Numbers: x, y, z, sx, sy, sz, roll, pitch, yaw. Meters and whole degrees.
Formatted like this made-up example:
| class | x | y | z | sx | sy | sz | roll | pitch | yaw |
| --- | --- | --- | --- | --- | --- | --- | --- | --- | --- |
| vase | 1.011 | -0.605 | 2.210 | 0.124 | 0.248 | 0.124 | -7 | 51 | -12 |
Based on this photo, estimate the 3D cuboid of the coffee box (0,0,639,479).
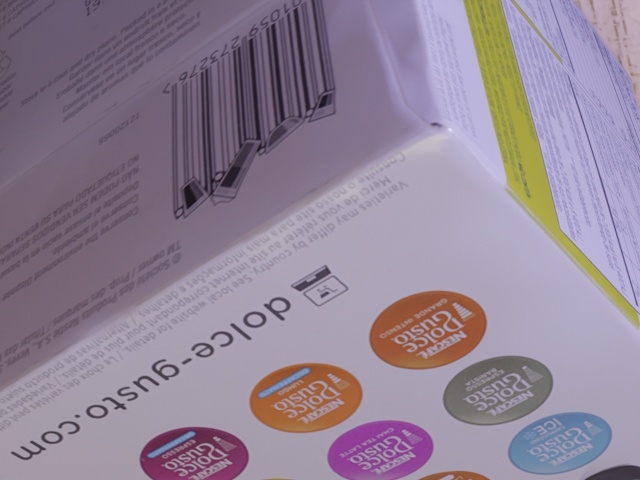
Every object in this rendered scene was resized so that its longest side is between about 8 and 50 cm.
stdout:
| class | x | y | z | sx | sy | sz | roll | pitch | yaw |
| --- | --- | --- | --- | --- | --- | --- | --- | --- | --- |
| coffee box | 0.000 | 0.000 | 0.734 | 0.337 | 0.338 | 0.334 | -30 | 132 | 23 |
